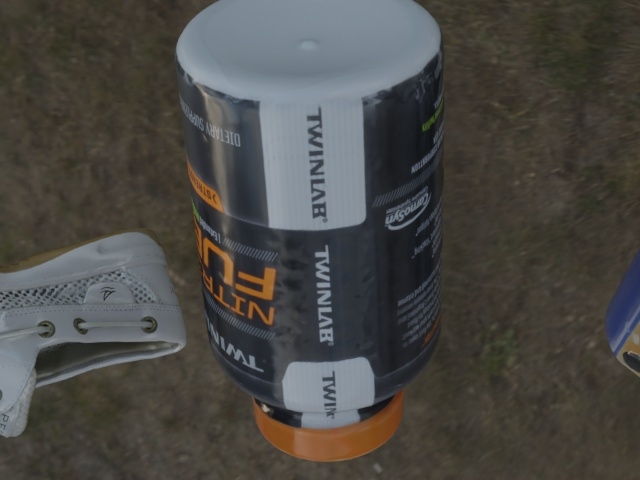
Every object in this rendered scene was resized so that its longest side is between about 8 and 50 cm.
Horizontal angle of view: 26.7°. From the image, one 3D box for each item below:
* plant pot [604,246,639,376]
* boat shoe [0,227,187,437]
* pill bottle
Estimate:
[{"bbox_3d":[0.303,0.010,0.757,0.236,0.236,0.212,36,68,14],"label":"plant pot"},{"bbox_3d":[-0.204,0.074,0.821,0.096,0.277,0.098,63,150,13],"label":"boat shoe"},{"bbox_3d":[0.000,0.000,0.707,0.130,0.130,0.246,13,128,22],"label":"pill bottle"}]
